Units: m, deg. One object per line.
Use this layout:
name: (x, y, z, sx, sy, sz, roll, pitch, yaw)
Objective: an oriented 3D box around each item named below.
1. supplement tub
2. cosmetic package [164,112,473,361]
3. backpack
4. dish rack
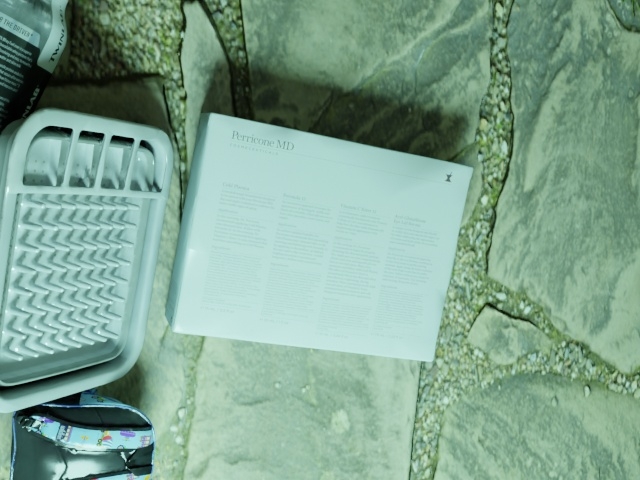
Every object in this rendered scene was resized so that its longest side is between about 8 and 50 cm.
supplement tub: (-0.410, -0.186, 0.872, 0.194, 0.193, 0.315, 27, 90, -20)
cosmetic package: (0.000, 0.000, 1.083, 0.378, 0.097, 0.284, 10, 97, -19)
backpack: (-0.304, 0.265, 1.015, 0.174, 0.117, 0.158, 3, 97, -17)
dish rack: (-0.298, 0.016, 0.932, 0.073, 0.285, 0.332, 12, 96, 21)
